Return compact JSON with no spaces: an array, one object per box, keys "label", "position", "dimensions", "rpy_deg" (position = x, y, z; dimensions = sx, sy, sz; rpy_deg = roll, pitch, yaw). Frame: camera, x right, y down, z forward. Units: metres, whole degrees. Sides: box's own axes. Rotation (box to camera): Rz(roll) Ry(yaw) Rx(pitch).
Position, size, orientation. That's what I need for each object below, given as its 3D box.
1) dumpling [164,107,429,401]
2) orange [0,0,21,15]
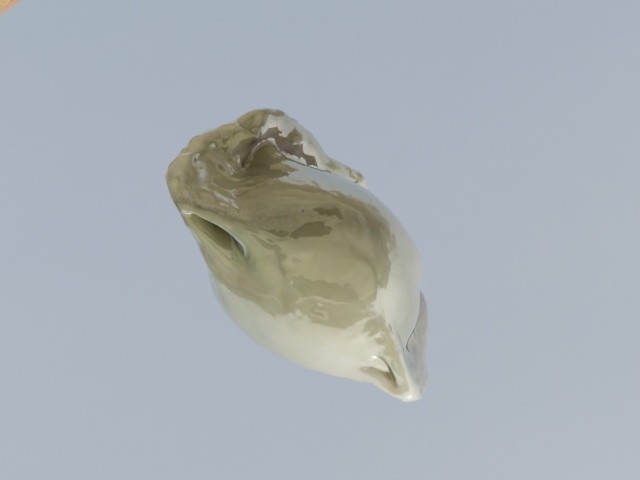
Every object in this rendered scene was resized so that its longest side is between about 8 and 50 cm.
[{"label":"dumpling","position":[0.000,0.000,0.826],"dimensions":[0.124,0.229,0.151],"rpy_deg":[-24,-147,36]},{"label":"orange","position":[-0.350,-0.316,1.170],"dimensions":[0.246,0.246,0.246],"rpy_deg":[-7,-112,17]}]
